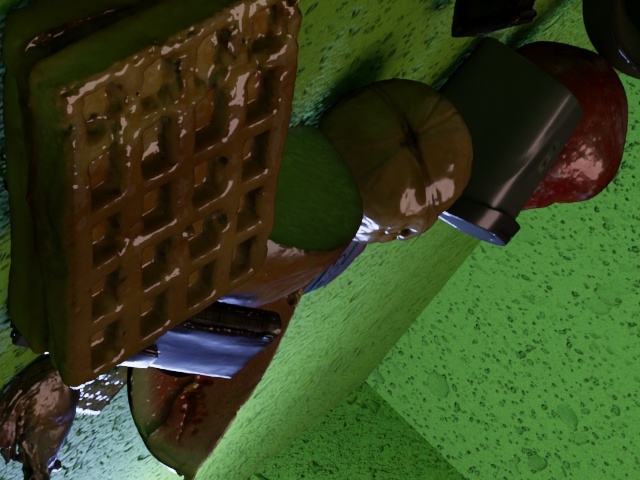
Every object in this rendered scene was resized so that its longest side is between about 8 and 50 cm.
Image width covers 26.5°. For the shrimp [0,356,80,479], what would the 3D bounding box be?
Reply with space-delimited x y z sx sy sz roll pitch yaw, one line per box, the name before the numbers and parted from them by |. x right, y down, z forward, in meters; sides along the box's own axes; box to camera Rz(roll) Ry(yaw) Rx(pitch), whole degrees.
shrimp | -0.333 0.225 1.500 0.117 0.066 0.262 -13 134 -45

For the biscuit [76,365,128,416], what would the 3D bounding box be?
biscuit | -0.262 0.158 1.641 0.139 0.016 0.231 -47 169 0

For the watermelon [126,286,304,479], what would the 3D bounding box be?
watermelon | -0.154 0.110 1.603 0.128 0.159 0.303 36 83 -49

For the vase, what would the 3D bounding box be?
vase | 0.536 -0.415 2.117 0.302 0.240 0.329 -21 118 -79

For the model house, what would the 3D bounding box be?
model house | 0.226 -0.296 1.616 0.152 0.106 0.165 -54 163 25

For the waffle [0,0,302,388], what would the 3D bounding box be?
waffle | -0.124 -0.056 0.988 0.224 0.098 0.328 -33 153 -32

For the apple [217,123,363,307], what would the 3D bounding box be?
apple | -0.088 -0.019 1.374 0.346 0.254 0.179 -24 116 -63

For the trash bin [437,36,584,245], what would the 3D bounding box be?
trash bin | 0.236 -0.141 1.973 0.250 0.219 0.220 -54 163 2

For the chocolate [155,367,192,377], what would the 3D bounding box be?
chocolate | -0.150 0.076 1.495 0.149 0.080 0.125 -59 142 -3

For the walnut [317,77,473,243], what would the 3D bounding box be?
walnut | 0.081 -0.090 1.611 0.195 0.195 0.222 -42 170 -22

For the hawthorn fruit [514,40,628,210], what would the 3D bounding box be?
hawthorn fruit | 0.358 -0.182 2.176 0.284 0.284 0.284 -44 169 -11

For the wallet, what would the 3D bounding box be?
wallet | -0.163 0.081 1.269 0.230 0.042 0.124 10 150 -26

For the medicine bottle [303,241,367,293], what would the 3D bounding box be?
medicine bottle | 0.000 0.000 1.862 0.119 0.094 0.188 -51 168 19
